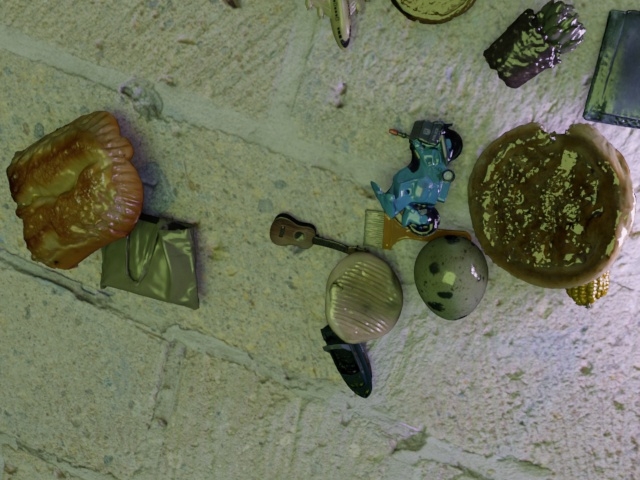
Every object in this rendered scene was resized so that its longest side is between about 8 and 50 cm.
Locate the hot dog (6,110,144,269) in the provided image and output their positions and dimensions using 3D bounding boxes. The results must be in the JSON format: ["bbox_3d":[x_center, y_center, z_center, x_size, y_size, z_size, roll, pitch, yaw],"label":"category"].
[{"bbox_3d":[-0.629,-0.149,1.667,0.365,0.196,0.367,-26,80,31],"label":"hot dog"}]

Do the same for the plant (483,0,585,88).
[{"bbox_3d":[0.452,-0.421,1.331,0.194,0.132,0.129,-36,100,28],"label":"plant"}]

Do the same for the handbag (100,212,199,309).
[{"bbox_3d":[-0.482,0.050,1.762,0.316,0.109,0.253,12,107,18],"label":"handbag"}]

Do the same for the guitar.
[{"bbox_3d":[0.001,-0.001,1.650,0.271,0.038,0.083,16,118,4],"label":"guitar"}]

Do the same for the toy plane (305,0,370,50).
[{"bbox_3d":[0.038,-0.554,1.411,0.229,0.092,0.244,-12,118,-10],"label":"toy plane"}]

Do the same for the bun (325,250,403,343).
[{"bbox_3d":[0.107,0.146,1.616,0.210,0.116,0.237,14,98,-12],"label":"bun"}]

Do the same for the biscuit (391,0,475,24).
[{"bbox_3d":[0.246,-0.586,1.376,0.226,0.042,0.225,5,108,14],"label":"biscuit"}]

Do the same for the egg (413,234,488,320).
[{"bbox_3d":[0.315,0.095,1.523,0.177,0.177,0.228,2,122,15],"label":"egg"}]

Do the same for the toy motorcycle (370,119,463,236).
[{"bbox_3d":[0.217,-0.155,1.459,0.182,0.123,0.272,18,89,7],"label":"toy motorcycle"}]

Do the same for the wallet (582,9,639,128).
[{"bbox_3d":[0.749,-0.339,1.310,0.342,0.075,0.237,13,105,13],"label":"wallet"}]

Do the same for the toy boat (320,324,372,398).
[{"bbox_3d":[0.080,0.328,1.710,0.093,0.103,0.246,-13,109,32],"label":"toy boat"}]

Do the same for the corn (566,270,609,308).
[{"bbox_3d":[0.611,-0.002,1.449,0.102,0.102,0.312,-4,106,17],"label":"corn"}]

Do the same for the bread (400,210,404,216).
[{"bbox_3d":[0.237,-0.113,1.538,0.132,0.053,0.074,-34,97,20],"label":"bread"}]

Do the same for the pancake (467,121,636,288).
[{"bbox_3d":[0.498,-0.087,1.401,0.382,0.071,0.382,6,100,35],"label":"pancake"}]

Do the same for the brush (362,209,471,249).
[{"bbox_3d":[0.243,-0.017,1.591,0.272,0.013,0.103,7,110,12],"label":"brush"}]
